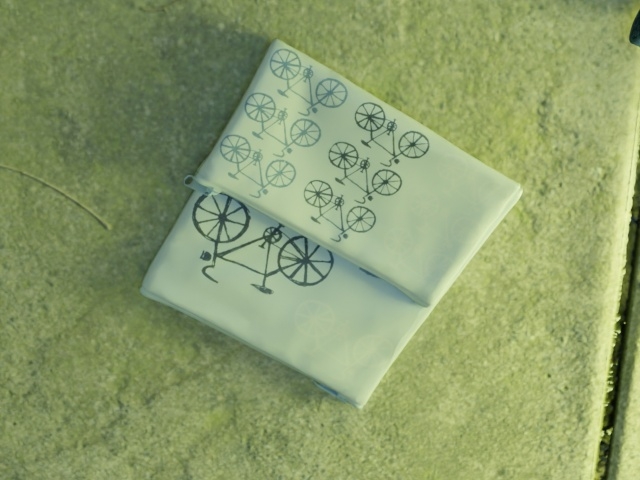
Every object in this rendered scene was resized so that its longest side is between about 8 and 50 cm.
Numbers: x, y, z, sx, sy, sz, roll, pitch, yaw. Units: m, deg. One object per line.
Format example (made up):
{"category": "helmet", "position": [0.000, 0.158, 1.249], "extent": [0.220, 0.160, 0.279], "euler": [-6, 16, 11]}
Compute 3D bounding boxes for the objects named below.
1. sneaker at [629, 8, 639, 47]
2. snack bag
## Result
{"category": "sneaker", "position": [0.405, -0.270, 0.887], "extent": [0.090, 0.081, 0.232], "euler": [33, 107, -7]}
{"category": "snack bag", "position": [0.000, 0.000, 1.010], "extent": [0.323, 0.037, 0.342], "euler": [30, 109, -14]}
